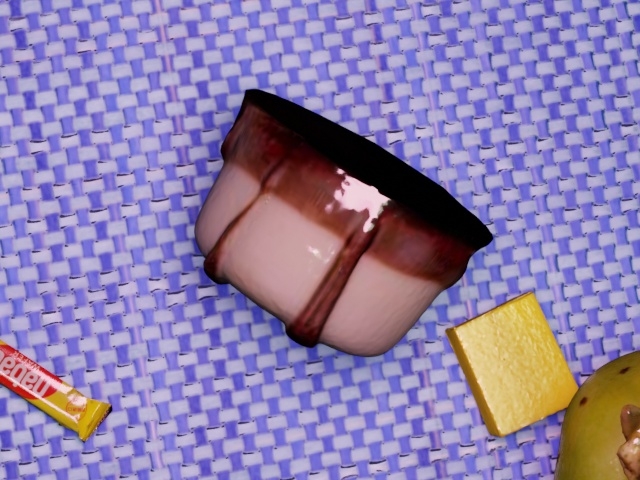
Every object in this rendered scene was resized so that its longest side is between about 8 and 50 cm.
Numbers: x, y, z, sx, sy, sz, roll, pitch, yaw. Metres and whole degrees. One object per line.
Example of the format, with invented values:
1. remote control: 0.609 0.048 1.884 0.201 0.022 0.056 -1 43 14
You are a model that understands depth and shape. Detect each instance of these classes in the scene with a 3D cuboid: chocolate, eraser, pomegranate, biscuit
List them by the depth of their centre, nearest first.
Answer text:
1. pomegranate: 0.346 0.210 1.610 0.260 0.340 0.260 -5 69 13
2. chocolate: 0.000 0.000 1.619 0.283 0.283 0.186 31 102 -5
3. biscuit: -0.335 0.102 1.655 0.292 0.026 0.048 33 61 -5
4. eraser: 0.195 0.125 1.725 0.097 0.045 0.122 -23 89 -9
